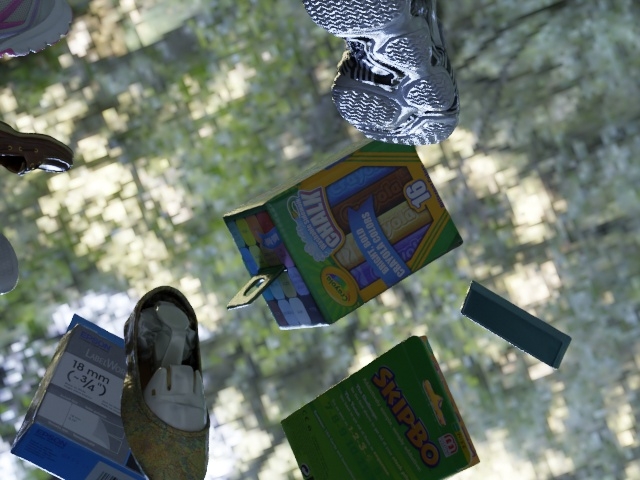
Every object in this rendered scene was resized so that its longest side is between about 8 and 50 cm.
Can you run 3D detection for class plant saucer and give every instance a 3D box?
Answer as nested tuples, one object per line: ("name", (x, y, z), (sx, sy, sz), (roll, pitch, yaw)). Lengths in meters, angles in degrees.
("plant saucer", (0.314, 0.139, 2.539), (0.018, 0.192, 0.067), (-30, -35, -52))

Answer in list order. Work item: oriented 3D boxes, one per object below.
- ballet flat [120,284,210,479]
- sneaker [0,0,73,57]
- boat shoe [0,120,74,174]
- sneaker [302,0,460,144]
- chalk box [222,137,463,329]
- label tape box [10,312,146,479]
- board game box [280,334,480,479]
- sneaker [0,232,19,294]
("ballet flat", (-0.202, 0.184, 2.068), (0.348, 0.123, 0.123), (-106, -7, -53))
("sneaker", (-0.391, -0.226, 1.632), (0.103, 0.252, 0.111), (42, 159, 42))
("boat shoe", (-0.424, -0.120, 2.197), (0.178, 0.064, 0.060), (17, -123, -47))
("sneaker", (0.082, -0.261, 1.630), (0.366, 0.137, 0.210), (62, -143, -57))
("chalk box", (0.000, 0.000, 2.023), (0.179, 0.289, 0.180), (63, 157, -6))
("label tape box", (-0.329, 0.253, 2.530), (0.241, 0.106, 0.333), (29, -140, -12))
("board game box", (0.054, 0.181, 1.433), (0.259, 0.039, 0.124), (-41, 69, 54))
("sneaker", (-0.583, 0.047, 2.535), (0.296, 0.105, 0.146), (32, 132, 35))
